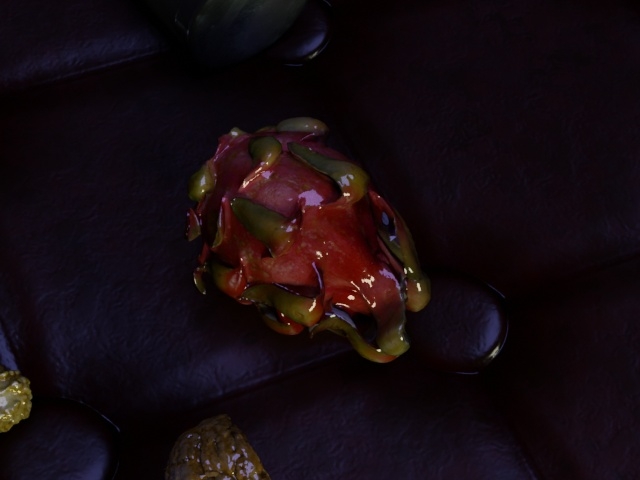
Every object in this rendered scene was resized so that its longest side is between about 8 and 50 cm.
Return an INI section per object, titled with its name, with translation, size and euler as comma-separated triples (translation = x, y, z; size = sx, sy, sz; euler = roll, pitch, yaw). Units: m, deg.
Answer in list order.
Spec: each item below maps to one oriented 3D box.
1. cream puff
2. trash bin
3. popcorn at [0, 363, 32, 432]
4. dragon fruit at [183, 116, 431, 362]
[cream puff]
translation = -0.126, 0.294, 1.723
size = 0.169, 0.183, 0.183
euler = -28, 63, -10
[trash bin]
translation = -0.172, -0.397, 2.157
size = 0.252, 0.203, 0.301
euler = -35, 65, -13
[popcorn]
translation = -0.360, 0.176, 1.827
size = 0.083, 0.057, 0.082
euler = 31, 64, 9
[dragon fruit]
translation = -0.014, 0.003, 1.915
size = 0.227, 0.243, 0.307
euler = -29, 102, -49
